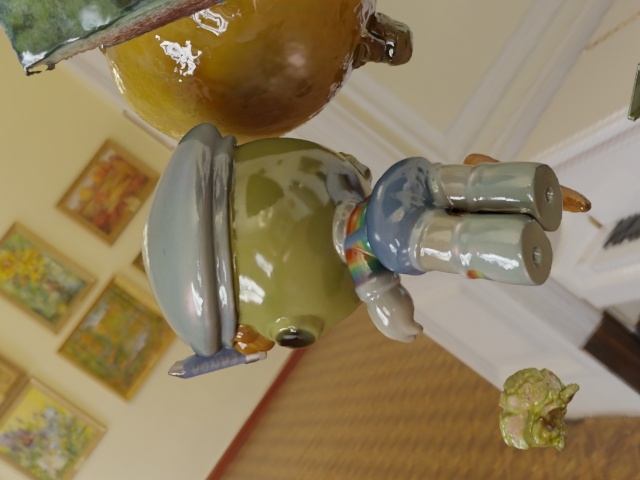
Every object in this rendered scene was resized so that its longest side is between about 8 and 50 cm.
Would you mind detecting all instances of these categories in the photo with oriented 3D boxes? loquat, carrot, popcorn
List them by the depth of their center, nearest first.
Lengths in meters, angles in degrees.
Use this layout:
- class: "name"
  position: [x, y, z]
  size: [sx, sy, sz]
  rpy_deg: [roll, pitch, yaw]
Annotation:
- class: "loquat"
  position: [-0.065, -0.258, 1.063]
  size: [0.328, 0.359, 0.328]
  rpy_deg: [-168, 90, -77]
- class: "popcorn"
  position: [0.270, 0.212, 1.238]
  size: [0.109, 0.097, 0.089]
  rpy_deg: [-31, 22, -16]
- class: "carrot"
  position: [0.278, -0.078, 1.356]
  size: [0.043, 0.043, 0.248]
  rpy_deg: [-54, 35, -5]

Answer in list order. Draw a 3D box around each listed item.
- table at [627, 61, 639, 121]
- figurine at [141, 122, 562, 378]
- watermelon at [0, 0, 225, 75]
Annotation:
- class: "table"
  position: [0.382, -0.165, 1.058]
  size: [0.083, 0.062, 0.079]
  rpy_deg: [-34, -41, -31]
- class: "figurine"
  position: [0.008, -0.028, 0.843]
  size: [0.381, 0.205, 0.225]
  rpy_deg: [-17, 53, 28]
- class: "watermelon"
  position: [-0.099, -0.237, 0.698]
  size: [0.261, 0.213, 0.201]
  rpy_deg: [-18, -6, -2]
